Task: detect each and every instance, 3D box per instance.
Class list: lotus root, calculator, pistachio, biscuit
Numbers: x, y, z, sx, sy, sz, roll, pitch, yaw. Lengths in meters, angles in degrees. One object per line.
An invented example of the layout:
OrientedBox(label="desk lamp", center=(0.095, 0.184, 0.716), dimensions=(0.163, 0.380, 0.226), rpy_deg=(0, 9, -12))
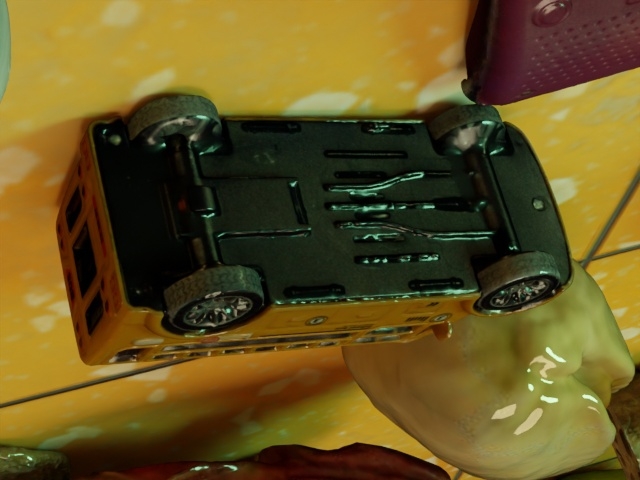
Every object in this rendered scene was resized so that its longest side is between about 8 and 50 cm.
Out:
OrientedBox(label="lotus root", center=(0.254, 0.146, 0.936), dimensions=(0.081, 0.112, 0.122), rpy_deg=(-31, -175, 4))
OrientedBox(label="calculator", center=(0.111, -0.109, 0.416), dimensions=(0.127, 0.034, 0.190), rpy_deg=(-16, 154, -4))
OrientedBox(label="pistachio", center=(0.087, 0.062, 0.656), dimensions=(0.145, 0.117, 0.200), rpy_deg=(16, 168, 14))
OrientedBox(label="biscuit", center=(-0.200, 0.145, 0.726), dimensions=(0.120, 0.015, 0.120), rpy_deg=(-16, 155, -7))

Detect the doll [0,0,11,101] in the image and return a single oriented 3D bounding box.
OrientedBox(label="doll", center=(-0.092, -0.093, 0.199), dimensions=(0.215, 0.161, 0.257), rpy_deg=(-20, 175, -30))

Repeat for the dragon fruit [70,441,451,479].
OrientedBox(label="dragon fruit", center=(-0.104, 0.192, 0.806), dimensions=(0.286, 0.227, 0.329), rpy_deg=(19, 179, -8))

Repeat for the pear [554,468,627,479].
OrientedBox(label="pear", center=(0.262, 0.376, 1.168), dimensions=(0.375, 0.287, 0.287), rpy_deg=(-49, 153, -4))

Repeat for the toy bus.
OrientedBox(label="toy bus", center=(0.000, 0.000, 0.498), dimensions=(0.195, 0.083, 0.088), rpy_deg=(-2, 153, -28))
